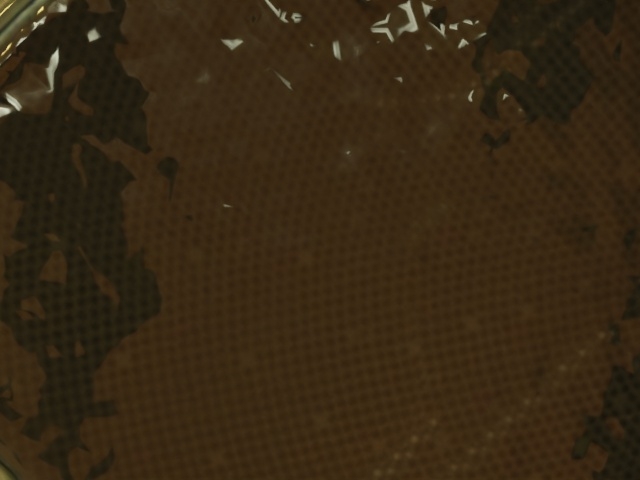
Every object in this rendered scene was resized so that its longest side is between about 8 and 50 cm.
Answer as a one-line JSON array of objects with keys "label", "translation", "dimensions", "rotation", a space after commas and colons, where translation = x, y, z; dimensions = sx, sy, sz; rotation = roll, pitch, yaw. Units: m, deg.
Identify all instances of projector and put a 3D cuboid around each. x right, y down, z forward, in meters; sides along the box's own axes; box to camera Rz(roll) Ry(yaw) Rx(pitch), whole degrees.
[{"label": "projector", "translation": [0.000, 0.000, 0.598], "dimensions": [0.248, 0.248, 0.249], "rotation": [49, 173, -9]}]
